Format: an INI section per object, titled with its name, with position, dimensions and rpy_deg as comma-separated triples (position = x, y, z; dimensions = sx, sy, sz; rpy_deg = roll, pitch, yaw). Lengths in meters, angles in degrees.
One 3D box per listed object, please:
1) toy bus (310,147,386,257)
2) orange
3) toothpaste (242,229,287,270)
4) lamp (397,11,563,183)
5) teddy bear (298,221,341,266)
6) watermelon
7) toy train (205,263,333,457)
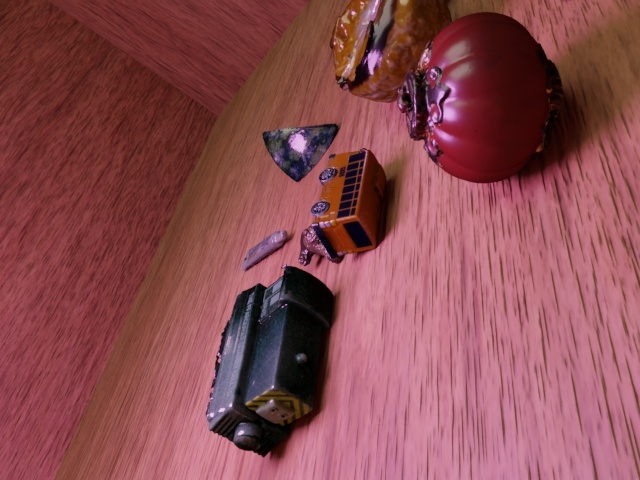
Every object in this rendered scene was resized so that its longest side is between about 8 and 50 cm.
[toy bus]
position = 0.058, -0.077, 1.147
dimensions = 0.114, 0.098, 0.201
rpy_deg = -11, 43, 25
[orange]
position = 0.159, -0.424, 1.280
dimensions = 0.368, 0.210, 0.271
rpy_deg = -113, 36, -67
[toothpaste]
position = -0.146, 0.020, 1.583
dimensions = 0.255, 0.037, 0.067
rpy_deg = -31, 39, 56
[lamp]
position = 0.209, -0.189, 0.834
dimensions = 0.227, 0.227, 0.227
rpy_deg = -46, 23, 27
[teddy bear]
position = -0.006, -0.004, 1.245
dimensions = 0.160, 0.078, 0.119
rpy_deg = 0, 63, 65
[watermelon]
position = -0.046, -0.294, 1.706
dimensions = 0.207, 0.136, 0.202
rpy_deg = -30, 36, 23
[toy train]
position = -0.080, 0.191, 1.057
dimensions = 0.178, 0.138, 0.330
rpy_deg = -38, 28, 32
